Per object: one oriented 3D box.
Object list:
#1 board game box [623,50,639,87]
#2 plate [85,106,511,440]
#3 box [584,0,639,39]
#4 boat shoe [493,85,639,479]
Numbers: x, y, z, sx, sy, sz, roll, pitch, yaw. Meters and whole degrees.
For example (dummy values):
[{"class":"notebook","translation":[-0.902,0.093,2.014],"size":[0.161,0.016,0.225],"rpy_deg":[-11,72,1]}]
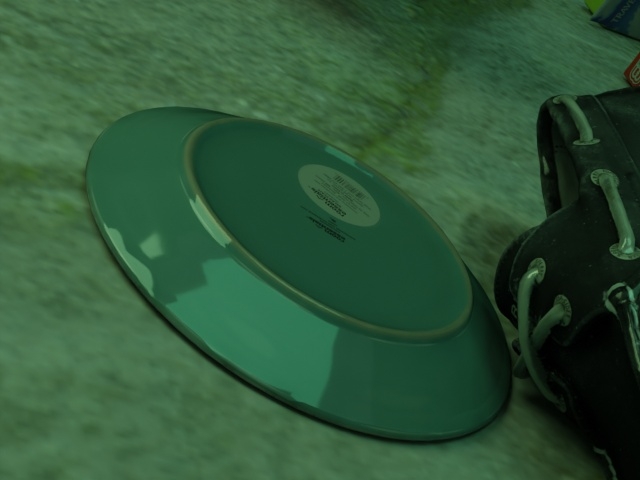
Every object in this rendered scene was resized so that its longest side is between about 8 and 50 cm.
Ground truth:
[{"class":"board game box","translation":[0.336,-0.072,0.945],"size":[0.193,0.045,0.147],"rpy_deg":[20,30,-25]},{"class":"plate","translation":[0.000,0.000,0.490],"size":[0.188,0.024,0.188],"rpy_deg":[25,28,-15]},{"class":"box","translation":[0.311,-0.219,1.090],"size":[0.178,0.109,0.042],"rpy_deg":[9,39,-39]},{"class":"boat shoe","translation":[0.118,0.029,0.492],"size":[0.102,0.108,0.301],"rpy_deg":[6,40,6]}]
